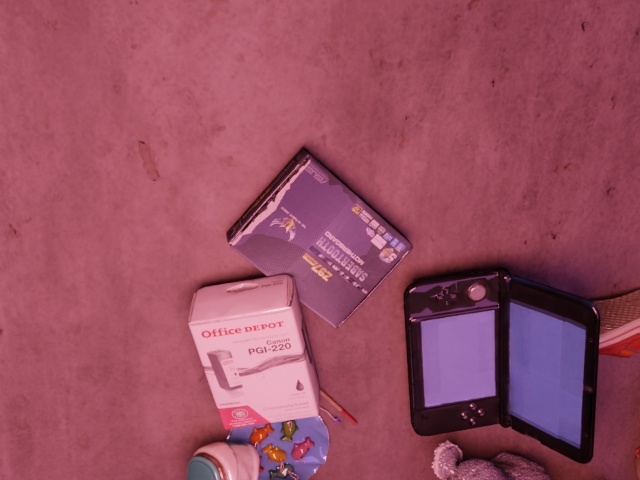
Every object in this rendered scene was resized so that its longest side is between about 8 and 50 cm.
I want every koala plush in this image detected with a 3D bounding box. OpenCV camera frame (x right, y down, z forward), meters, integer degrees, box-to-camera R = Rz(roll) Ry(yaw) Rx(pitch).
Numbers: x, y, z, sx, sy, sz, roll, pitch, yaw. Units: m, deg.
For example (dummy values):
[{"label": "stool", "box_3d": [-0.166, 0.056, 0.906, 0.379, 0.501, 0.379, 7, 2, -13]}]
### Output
[{"label": "koala plush", "box_3d": [0.281, 0.433, 1.250, 0.203, 0.196, 0.221, -47, 133, -1]}]

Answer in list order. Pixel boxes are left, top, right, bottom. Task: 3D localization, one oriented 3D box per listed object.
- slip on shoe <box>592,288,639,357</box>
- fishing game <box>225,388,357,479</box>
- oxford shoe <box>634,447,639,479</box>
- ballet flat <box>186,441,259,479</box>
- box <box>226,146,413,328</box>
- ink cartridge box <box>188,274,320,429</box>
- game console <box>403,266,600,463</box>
[{"label": "slip on shoe", "box_3d": [0.501, 0.161, 1.268, 0.331, 0.123, 0.101, -12, 114, -12]}, {"label": "fishing game", "box_3d": [-0.072, 0.359, 1.257, 0.264, 0.041, 0.189, -41, 114, 4]}, {"label": "oxford shoe", "box_3d": [0.637, 0.389, 1.370, 0.123, 0.130, 0.348, -5, 90, -36]}, {"label": "ballet flat", "box_3d": [-0.156, 0.514, 1.205, 0.139, 0.139, 0.400, 4, 101, -13]}, {"label": "box", "box_3d": [0.000, 0.000, 1.138, 0.232, 0.059, 0.183, 40, 98, -20]}, {"label": "ink cartridge box", "box_3d": [-0.096, 0.173, 1.130, 0.158, 0.092, 0.218, -10, 118, 5]}, {"label": "game console", "box_3d": [0.277, 0.209, 1.158, 0.250, 0.173, 0.293, -8, 112, -6]}]
